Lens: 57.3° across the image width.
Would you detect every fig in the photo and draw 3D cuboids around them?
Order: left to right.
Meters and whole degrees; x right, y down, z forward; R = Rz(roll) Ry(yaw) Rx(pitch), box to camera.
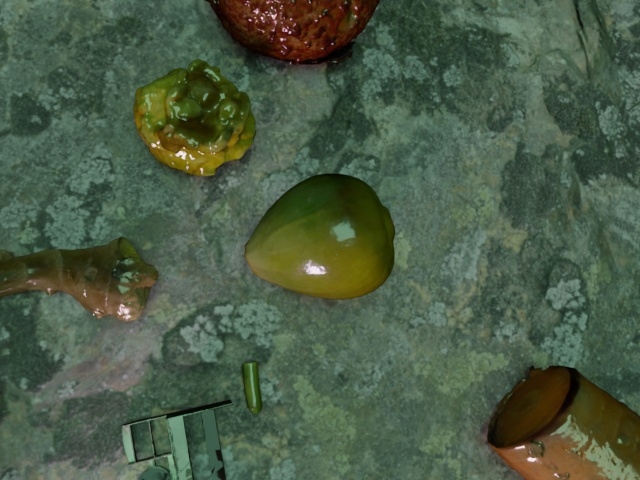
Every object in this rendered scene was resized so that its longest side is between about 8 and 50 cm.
[{"bbox_3d":[0.004,-0.009,0.935,0.230,0.207,0.207,5,79,25],"label":"fig"}]

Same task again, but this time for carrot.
[{"bbox_3d":[0.460,0.373,0.937,0.341,0.224,0.224,44,77,2],"label":"carrot"}]

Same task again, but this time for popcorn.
[{"bbox_3d":[-0.204,-0.201,0.941,0.198,0.155,0.197,1,71,-3],"label":"popcorn"}]

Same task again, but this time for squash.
[{"bbox_3d":[-0.111,0.241,0.956,0.027,0.027,0.083,-6,82,-11],"label":"squash"}]

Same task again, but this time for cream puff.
[{"bbox_3d":[-0.049,-0.470,0.969,0.351,0.228,0.350,2,79,-10],"label":"cream puff"}]

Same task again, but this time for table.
[{"bbox_3d":[-0.211,0.341,0.908,0.175,0.062,0.146,-10,84,-14],"label":"table"}]

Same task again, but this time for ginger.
[{"bbox_3d":[-0.397,0.067,0.909,0.295,0.086,0.131,-5,92,-2],"label":"ginger"}]
